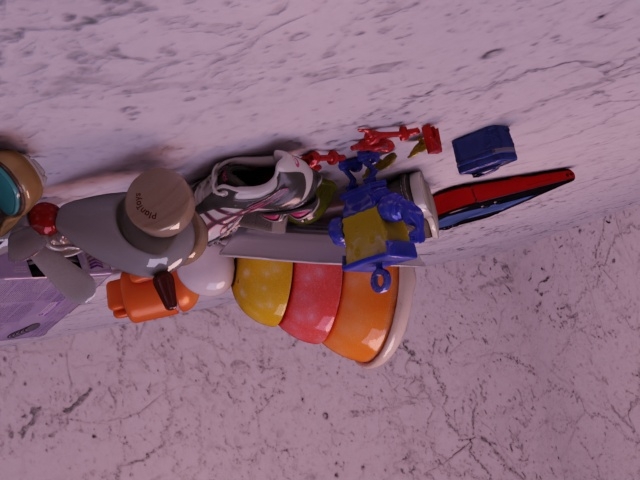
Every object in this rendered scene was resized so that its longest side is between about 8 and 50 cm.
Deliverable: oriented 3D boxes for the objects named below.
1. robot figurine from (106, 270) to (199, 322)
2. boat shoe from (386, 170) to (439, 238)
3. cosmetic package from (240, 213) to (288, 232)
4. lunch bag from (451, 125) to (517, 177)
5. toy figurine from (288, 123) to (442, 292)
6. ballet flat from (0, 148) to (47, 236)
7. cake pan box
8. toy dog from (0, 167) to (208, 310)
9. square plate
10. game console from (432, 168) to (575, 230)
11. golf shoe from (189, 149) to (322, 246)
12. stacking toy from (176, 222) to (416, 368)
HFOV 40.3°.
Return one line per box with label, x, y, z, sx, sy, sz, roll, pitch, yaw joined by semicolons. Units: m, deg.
robot figurine;-0.368;0.113;1.969;0.219;0.158;0.128;-13;-159;-1
boat shoe;0.174;-0.060;1.688;0.091;0.109;0.305;-14;167;11
cosmetic package;-0.106;-0.048;1.305;0.115;0.060;0.041;13;-175;27
lunch bag;0.259;-0.137;1.390;0.067;0.065;0.098;-5;169;-46
toy figurine;0.039;-0.018;1.331;0.191;0.217;0.362;-5;169;-44
ballet flat;-0.346;-0.063;0.973;0.073;0.080;0.232;-41;-169;-31
cake pan box;-0.538;0.098;1.547;0.267;0.070;0.245;-37;161;32
toy dog;-0.294;0.021;1.115;0.333;0.161;0.220;-13;158;24
square plate;0.000;0.000;1.597;0.344;0.049;0.347;3;-174;-2
game console;0.358;-0.076;2.052;0.342;0.060;0.386;-9;172;-22
golf shoe;-0.137;-0.068;1.221;0.273;0.105;0.120;-15;150;16
stacking toy;-0.067;0.086;1.866;0.480;0.351;0.350;7;167;-17
